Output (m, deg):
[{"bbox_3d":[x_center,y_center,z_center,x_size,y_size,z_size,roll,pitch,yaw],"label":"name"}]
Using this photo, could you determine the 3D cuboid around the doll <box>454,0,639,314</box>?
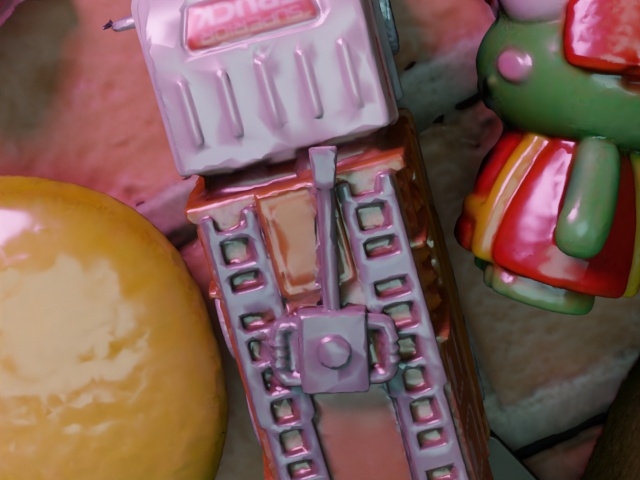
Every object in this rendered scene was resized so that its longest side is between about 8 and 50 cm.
[{"bbox_3d":[0.178,-0.138,0.654,0.160,0.182,0.363,6,100,6],"label":"doll"}]

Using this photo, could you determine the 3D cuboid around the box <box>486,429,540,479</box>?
[{"bbox_3d":[0.107,0.206,0.815,0.126,0.031,0.091,-43,99,11],"label":"box"}]

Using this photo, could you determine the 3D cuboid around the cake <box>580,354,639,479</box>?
[{"bbox_3d":[0.264,0.208,0.745,0.158,0.172,0.284,23,105,-2],"label":"cake"}]

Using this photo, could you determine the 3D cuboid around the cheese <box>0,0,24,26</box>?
[{"bbox_3d":[-0.309,-0.190,0.654,0.286,0.074,0.189,1,64,-28],"label":"cheese"}]

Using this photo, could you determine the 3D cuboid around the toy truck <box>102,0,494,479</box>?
[{"bbox_3d":[0.000,0.000,0.675,0.173,0.207,0.388,-15,102,5],"label":"toy truck"}]

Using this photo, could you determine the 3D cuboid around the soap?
[{"bbox_3d":[-0.278,0.117,0.758,0.427,0.115,0.306,-11,98,3],"label":"soap"}]
